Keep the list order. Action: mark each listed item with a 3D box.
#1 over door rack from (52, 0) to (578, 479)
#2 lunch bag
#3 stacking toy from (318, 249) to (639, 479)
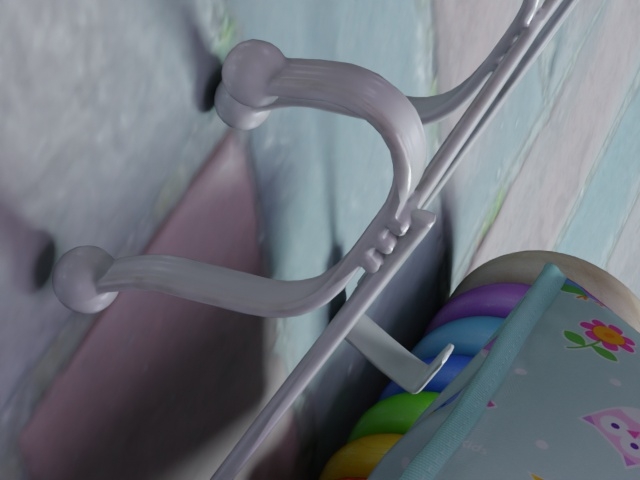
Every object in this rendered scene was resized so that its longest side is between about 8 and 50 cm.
[{"bbox_3d":[0.000,0.000,0.616,0.239,0.108,0.324,-52,166,-44],"label":"over door rack"},{"bbox_3d":[0.107,0.155,0.609,0.160,0.223,0.262,-56,175,25],"label":"lunch bag"},{"bbox_3d":[0.057,0.133,0.830,0.330,0.141,0.141,-40,142,-49],"label":"stacking toy"}]
